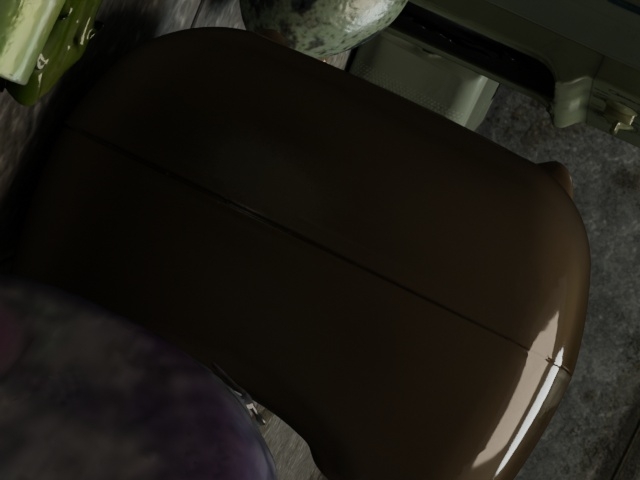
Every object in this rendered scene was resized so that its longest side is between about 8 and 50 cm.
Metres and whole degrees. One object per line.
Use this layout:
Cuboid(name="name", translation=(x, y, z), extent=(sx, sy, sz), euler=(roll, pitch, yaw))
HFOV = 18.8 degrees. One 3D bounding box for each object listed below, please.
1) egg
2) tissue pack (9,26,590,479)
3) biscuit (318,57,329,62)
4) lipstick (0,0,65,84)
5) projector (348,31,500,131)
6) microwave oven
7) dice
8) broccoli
Cuboid(name="egg", translation=(0.004, -0.217, 1.572), extent=(0.172, 0.132, 0.132), euler=(-48, 164, -26))
Cuboid(name="tissue pack", translation=(0.000, 0.011, 1.358), extent=(0.277, 0.387, 0.267), euler=(-65, 169, 1))
Cuboid(name="biscuit", translation=(0.003, -0.204, 1.950), extent=(0.120, 0.015, 0.120), euler=(-61, 171, -17))
Cuboid(name="lipstick", translation=(-0.123, -0.231, 1.009), extent=(0.304, 0.076, 0.076), euler=(-65, 171, 3))
Cuboid(name="projector", translation=(0.137, -0.224, 2.198), extent=(0.242, 0.163, 0.177), euler=(-65, 172, 30))
Cuboid(name="microwave oven", translation=(0.201, -0.281, 1.793), extent=(0.286, 0.355, 0.218), euler=(-64, 171, -6))
Cuboid(name="dice", translation=(-0.197, 0.201, 1.135), extent=(0.271, 0.270, 0.270), euler=(-57, 168, -42))
Cuboid(name="broccoli", translation=(-0.129, -0.166, 1.141), extent=(0.204, 0.122, 0.118), euler=(-53, 161, 27))
